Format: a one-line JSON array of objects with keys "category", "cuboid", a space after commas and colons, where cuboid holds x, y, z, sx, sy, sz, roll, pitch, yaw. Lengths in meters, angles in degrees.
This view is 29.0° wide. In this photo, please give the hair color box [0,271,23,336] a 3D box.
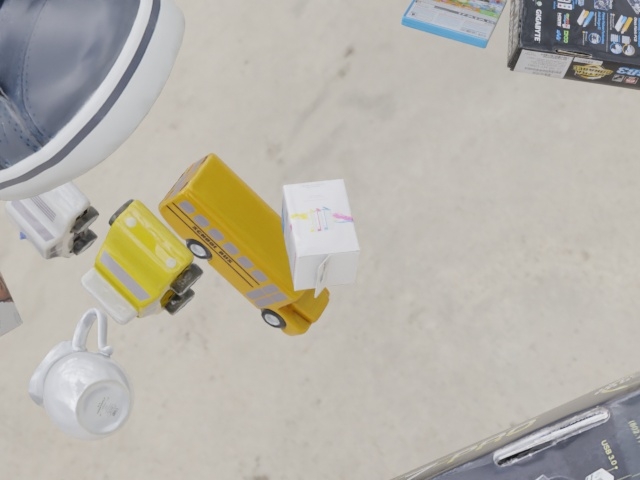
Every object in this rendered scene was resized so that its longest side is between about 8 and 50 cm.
[{"category": "hair color box", "cuboid": [-0.425, 0.084, 1.494, 0.053, 0.093, 0.167, -23, 5, 6]}]

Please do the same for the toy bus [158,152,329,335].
[{"category": "toy bus", "cuboid": [-0.112, 0.012, 2.058, 0.130, 0.332, 0.108, -24, 27, 52]}]

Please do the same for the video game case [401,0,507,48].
[{"category": "video game case", "cuboid": [0.187, -0.318, 1.705, 0.119, 0.015, 0.166, 17, 36, 9]}]

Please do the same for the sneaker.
[{"category": "sneaker", "cuboid": [-0.213, -0.097, 0.672, 0.321, 0.127, 0.126, -4, 61, 45]}]

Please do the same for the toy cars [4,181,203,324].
[{"category": "toy cars", "cuboid": [-0.249, 0.006, 1.302, 0.087, 0.176, 0.393, -43, 38, -19]}]

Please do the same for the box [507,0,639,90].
[{"category": "box", "cuboid": [0.426, -0.363, 1.788, 0.073, 0.293, 0.295, 109, 168, -65]}]

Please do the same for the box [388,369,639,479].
[{"category": "box", "cuboid": [0.136, 0.279, 0.553, 0.318, 0.097, 0.395, -28, 82, 17]}]

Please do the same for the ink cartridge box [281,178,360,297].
[{"category": "ink cartridge box", "cuboid": [0.000, 0.000, 1.743, 0.090, 0.092, 0.143, -7, 58, -9]}]

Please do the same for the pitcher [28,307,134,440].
[{"category": "pitcher", "cuboid": [-0.342, 0.194, 1.821, 0.207, 0.125, 0.178, 18, 85, 60]}]
